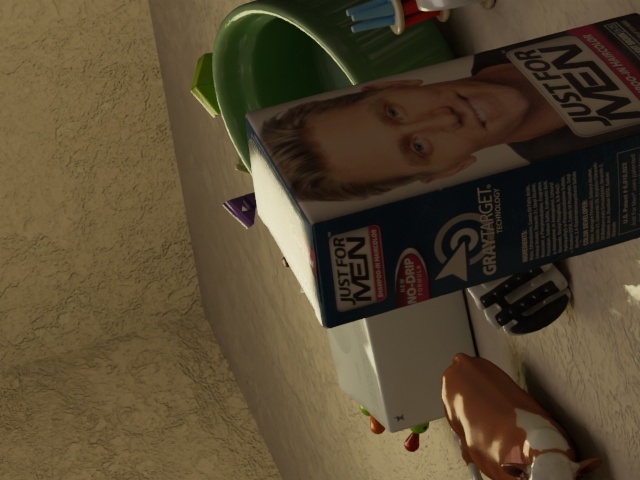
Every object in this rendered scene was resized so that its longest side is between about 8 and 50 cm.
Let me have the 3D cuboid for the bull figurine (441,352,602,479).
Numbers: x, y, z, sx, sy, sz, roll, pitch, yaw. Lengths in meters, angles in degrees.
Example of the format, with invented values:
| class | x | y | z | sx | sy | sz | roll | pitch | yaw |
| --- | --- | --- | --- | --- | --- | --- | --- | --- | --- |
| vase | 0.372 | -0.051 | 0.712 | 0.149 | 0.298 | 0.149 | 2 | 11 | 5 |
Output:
| class | x | y | z | sx | sy | sz | roll | pitch | yaw |
| --- | --- | --- | --- | --- | --- | --- | --- | --- | --- |
| bull figurine | 0.225 | 0.247 | 2.075 | 0.310 | 0.101 | 0.188 | -124 | 19 | -55 |

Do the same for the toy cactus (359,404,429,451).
| class | x | y | z | sx | sy | sz | roll | pitch | yaw |
| --- | --- | --- | --- | --- | --- | --- | --- | --- | --- |
| toy cactus | 0.107 | 0.168 | 2.595 | 0.219 | 0.112 | 0.180 | -113 | 32 | -42 |

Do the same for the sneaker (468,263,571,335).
| class | x | y | z | sx | sy | sz | roll | pitch | yaw |
| --- | --- | --- | --- | --- | --- | --- | --- | --- | --- |
| sneaker | 0.151 | -0.035 | 1.901 | 0.292 | 0.110 | 0.118 | 57 | -166 | -30 |

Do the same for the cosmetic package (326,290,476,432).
| class | x | y | z | sx | sy | sz | roll | pitch | yaw |
| --- | --- | --- | --- | --- | --- | --- | --- | --- | --- |
| cosmetic package | 0.095 | 0.099 | 2.391 | 0.225 | 0.138 | 0.224 | -143 | 39 | -72 |

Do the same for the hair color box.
| class | x | y | z | sx | sy | sz | roll | pitch | yaw |
| --- | --- | --- | --- | --- | --- | --- | --- | --- | --- |
| hair color box | 0.133 | -0.062 | 1.472 | 0.174 | 0.347 | 0.105 | -122 | 20 | -52 |

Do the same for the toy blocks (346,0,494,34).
| class | x | y | z | sx | sy | sz | roll | pitch | yaw |
| --- | --- | --- | --- | --- | --- | --- | --- | --- | --- |
| toy blocks | 0.090 | -0.275 | 1.881 | 0.054 | 0.148 | 0.123 | -174 | 68 | -77 |

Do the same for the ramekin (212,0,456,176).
| class | x | y | z | sx | sy | sz | roll | pitch | yaw |
| --- | --- | --- | --- | --- | --- | --- | --- | --- | --- |
| ramekin | 0.029 | -0.158 | 2.114 | 0.303 | 0.148 | 0.303 | 36 | 144 | 32 |

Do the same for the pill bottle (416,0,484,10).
| class | x | y | z | sx | sy | sz | roll | pitch | yaw |
| --- | --- | --- | --- | --- | --- | --- | --- | --- | --- |
| pill bottle | 0.118 | -0.334 | 1.741 | 0.121 | 0.121 | 0.221 | -146 | 41 | -72 |

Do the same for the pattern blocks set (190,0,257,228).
| class | x | y | z | sx | sy | sz | roll | pitch | yaw |
| --- | --- | --- | --- | --- | --- | --- | --- | --- | --- |
| pattern blocks set | -0.031 | -0.149 | 2.282 | 0.026 | 0.285 | 0.324 | -25 | 41 | 55 |

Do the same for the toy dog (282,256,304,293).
| class | x | y | z | sx | sy | sz | roll | pitch | yaw |
| --- | --- | --- | --- | --- | --- | --- | --- | --- | --- |
| toy dog | 0.000 | 0.000 | 2.649 | 0.333 | 0.161 | 0.220 | 122 | 131 | -75 |
